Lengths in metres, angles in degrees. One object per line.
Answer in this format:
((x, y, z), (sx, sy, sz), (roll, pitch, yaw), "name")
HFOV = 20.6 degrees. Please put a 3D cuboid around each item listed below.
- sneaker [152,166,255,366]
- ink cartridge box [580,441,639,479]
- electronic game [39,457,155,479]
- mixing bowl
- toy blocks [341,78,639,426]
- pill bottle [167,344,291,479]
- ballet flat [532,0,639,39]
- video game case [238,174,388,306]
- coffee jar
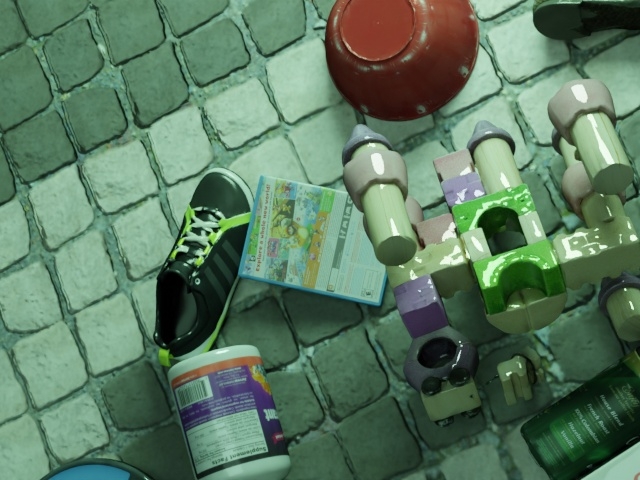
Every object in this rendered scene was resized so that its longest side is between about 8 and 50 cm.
((-0.134, 0.030, 1.983), (0.084, 0.097, 0.234), (10, 85, 19), "sneaker")
((0.343, 0.373, 1.755), (0.226, 0.131, 0.306), (-35, 74, 11), "ink cartridge box")
((-0.257, 0.363, 2.003), (0.229, 0.048, 0.229), (-3, 82, 18), "electronic game")
((0.077, -0.229, 1.950), (0.181, 0.098, 0.181), (-2, 82, 18), "mixing bowl")
((0.183, -0.027, 1.850), (0.289, 0.309, 0.260), (-18, 43, 4), "toy blocks")
((-0.094, 0.221, 1.936), (0.108, 0.108, 0.193), (-20, 77, 15), "pill bottle")
((0.350, -0.253, 1.880), (0.250, 0.084, 0.058), (1, 47, 22), "ballet flat")
((0.000, 0.000, 1.973), (0.166, 0.015, 0.119), (12, 86, 11), "video game case")
((0.302, 0.175, 1.815), (0.184, 0.096, 0.079), (-36, 75, 11), "coffee jar")
